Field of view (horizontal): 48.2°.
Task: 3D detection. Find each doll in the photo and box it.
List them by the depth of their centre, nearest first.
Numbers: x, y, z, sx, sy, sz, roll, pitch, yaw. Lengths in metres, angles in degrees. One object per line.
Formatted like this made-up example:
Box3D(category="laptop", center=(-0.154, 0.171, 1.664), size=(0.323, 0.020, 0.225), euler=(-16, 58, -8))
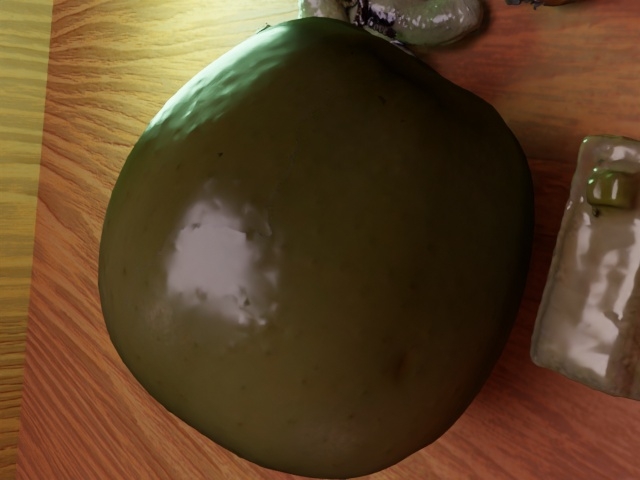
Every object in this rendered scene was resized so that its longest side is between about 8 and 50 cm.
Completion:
Box3D(category="doll", center=(0.074, -0.296, 0.913), size=(0.278, 0.149, 0.175), euler=(-10, 48, 39))

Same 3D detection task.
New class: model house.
Box3D(category="model house", center=(0.257, 0.017, 0.574), size=(0.175, 0.234, 0.193), euler=(27, 108, 49))

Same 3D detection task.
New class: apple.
Box3D(category="apple", center=(0.000, 0.000, 0.756), size=(0.474, 0.474, 0.473), euler=(-1, 88, 53))

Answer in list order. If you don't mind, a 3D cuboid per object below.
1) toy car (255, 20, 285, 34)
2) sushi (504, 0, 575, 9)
Box3D(category="toy car", center=(-0.072, -0.277, 1.158), size=(0.073, 0.054, 0.143), euler=(-9, 81, 53))
Box3D(category="sushi", center=(0.208, -0.308, 0.759), size=(0.226, 0.103, 0.097), euler=(54, 146, 41))
